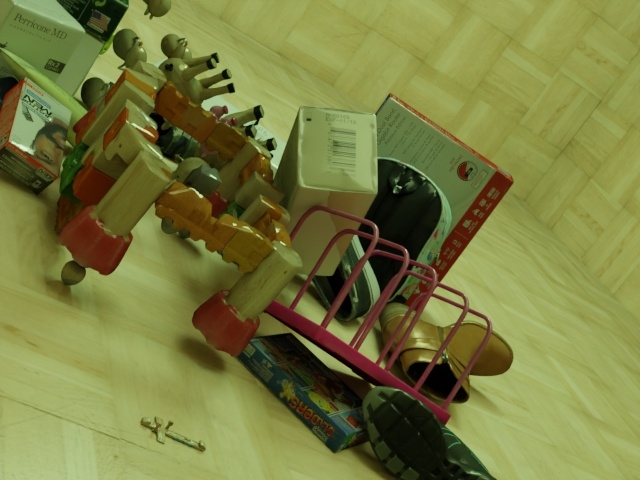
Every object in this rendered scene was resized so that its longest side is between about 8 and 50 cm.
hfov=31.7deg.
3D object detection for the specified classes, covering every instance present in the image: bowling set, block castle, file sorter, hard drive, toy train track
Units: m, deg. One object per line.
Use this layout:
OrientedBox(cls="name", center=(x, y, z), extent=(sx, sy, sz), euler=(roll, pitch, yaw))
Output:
OrientedBox(cls="bowling set", center=(-0.297, -0.321, 2.093), extent=(0.200, 0.287, 0.154), euler=(23, 15, -28))
OrientedBox(cls="block castle", center=(-0.218, -0.048, 1.620), extent=(0.303, 0.213, 0.453), euler=(35, 17, -23))
OrientedBox(cls="file sorter", center=(0.081, 0.103, 1.659), extent=(0.291, 0.182, 0.202), euler=(37, -8, -35))
OrientedBox(cls="hard drive", center=(-0.223, -0.261, 2.426), extent=(0.353, 0.047, 0.233), euler=(35, 16, -4))
OrientedBox(cls="toy train track", center=(-0.165, 0.218, 1.288), extent=(0.083, 0.014, 0.048), euler=(29, 16, -23))

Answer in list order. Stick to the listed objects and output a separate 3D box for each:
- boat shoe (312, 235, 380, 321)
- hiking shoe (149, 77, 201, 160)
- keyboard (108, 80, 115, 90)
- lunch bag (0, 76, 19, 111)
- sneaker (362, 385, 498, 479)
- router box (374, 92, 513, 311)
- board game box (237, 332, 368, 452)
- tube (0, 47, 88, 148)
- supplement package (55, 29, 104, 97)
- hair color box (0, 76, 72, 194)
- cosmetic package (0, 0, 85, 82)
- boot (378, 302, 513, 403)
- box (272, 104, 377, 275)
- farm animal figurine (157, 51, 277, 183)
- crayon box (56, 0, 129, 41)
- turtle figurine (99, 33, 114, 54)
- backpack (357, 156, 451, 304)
OrientedBox(cls="boat shoe", center=(-0.003, 0.002, 2.001), extent=(0.105, 0.113, 0.306), euler=(-18, 85, -58))
OrientedBox(cls="hiking shoe", center=(-0.296, -0.260, 2.216), extent=(0.114, 0.086, 0.226), euler=(15, 47, -37))
OrientedBox(cls="keyboard", center=(-0.302, -0.241, 2.345), extent=(0.317, 0.033, 0.201), euler=(30, 16, -23))
OrientedBox(cls="lunch bag", center=(-0.499, -0.209, 1.754), extent=(0.067, 0.065, 0.098), euler=(56, 18, -1))
OrientedBox(cls="sneaker", center=(0.154, 0.305, 1.581), extent=(0.267, 0.101, 0.106), euler=(47, 2, -7))
OrientedBox(cls="router box", center=(0.167, -0.074, 2.274), extent=(0.301, 0.335, 0.082), euler=(33, 14, -5))
OrientedBox(cls="board game box", center=(-0.012, 0.211, 1.598), extent=(0.201, 0.035, 0.136), euler=(42, 16, 21))
OrientedBox(cls="tube", center=(-0.425, -0.220, 1.802), extent=(0.240, 0.070, 0.062), euler=(53, 37, -51))
OrientedBox(cls="supplement package", center=(-0.504, -0.368, 2.061), extent=(0.194, 0.149, 0.203), euler=(31, 16, -14))
OrientedBox(cls="hair color box", center=(-0.426, -0.156, 1.666), extent=(0.093, 0.053, 0.167), euler=(39, 30, -32))
OrientedBox(cls="cosmetic package", center=(-0.515, -0.322, 1.836), extent=(0.151, 0.183, 0.151), euler=(14, 26, -53))
OrientedBox(cls="boot", center=(0.241, 0.213, 1.988), extent=(0.283, 0.109, 0.220), euler=(27, 15, -19))
OrientedBox(cls="box", center=(-0.006, -0.069, 1.785), extent=(0.121, 0.311, 0.148), euler=(5, 65, -10))
OrientedBox(cls="farm animal figurine", center=(-0.195, -0.166, 2.020), extent=(0.327, 0.172, 0.330), euler=(-41, 115, -75))
OrientedBox(cls="crayon box", center=(-0.457, -0.482, 2.066), extent=(0.202, 0.081, 0.318), euler=(28, 15, -21))
OrientedBox(cls="turtle figurine", center=(-0.561, -0.496, 2.447), extent=(0.217, 0.087, 0.269), euler=(47, 9, 12))
OrientedBox(cls="backpack", center=(0.123, -0.022, 2.131), extent=(0.225, 0.253, 0.191), euler=(30, 5, 18))
